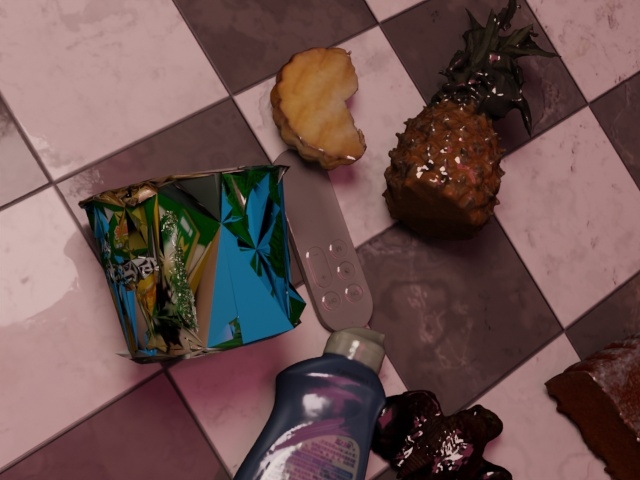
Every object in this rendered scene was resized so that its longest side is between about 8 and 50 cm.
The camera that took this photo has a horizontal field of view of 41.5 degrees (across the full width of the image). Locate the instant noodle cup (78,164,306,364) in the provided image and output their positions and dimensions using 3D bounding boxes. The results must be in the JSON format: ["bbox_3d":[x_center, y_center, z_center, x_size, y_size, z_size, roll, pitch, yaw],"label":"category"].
[{"bbox_3d":[-0.130,0.027,0.913,0.240,0.240,0.178,-12,89,-23],"label":"instant noodle cup"}]

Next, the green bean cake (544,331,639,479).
[{"bbox_3d":[0.436,0.247,1.133,0.198,0.097,0.233,-24,87,-25],"label":"green bean cake"}]

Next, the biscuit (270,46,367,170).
[{"bbox_3d":[-0.008,-0.169,1.073,0.118,0.061,0.183,5,62,-12],"label":"biscuit"}]

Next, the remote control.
[{"bbox_3d":[0.000,0.000,1.066,0.077,0.022,0.245,-17,84,-24],"label":"remote control"}]

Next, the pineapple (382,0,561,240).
[{"bbox_3d":[0.204,-0.179,1.111,0.165,0.165,0.365,31,68,-12],"label":"pineapple"}]

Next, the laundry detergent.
[{"bbox_3d":[-0.005,0.229,0.978,0.143,0.094,0.290,24,67,-1],"label":"laundry detergent"}]

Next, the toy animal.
[{"bbox_3d":[0.149,0.270,1.037,0.218,0.116,0.179,40,35,21],"label":"toy animal"}]
